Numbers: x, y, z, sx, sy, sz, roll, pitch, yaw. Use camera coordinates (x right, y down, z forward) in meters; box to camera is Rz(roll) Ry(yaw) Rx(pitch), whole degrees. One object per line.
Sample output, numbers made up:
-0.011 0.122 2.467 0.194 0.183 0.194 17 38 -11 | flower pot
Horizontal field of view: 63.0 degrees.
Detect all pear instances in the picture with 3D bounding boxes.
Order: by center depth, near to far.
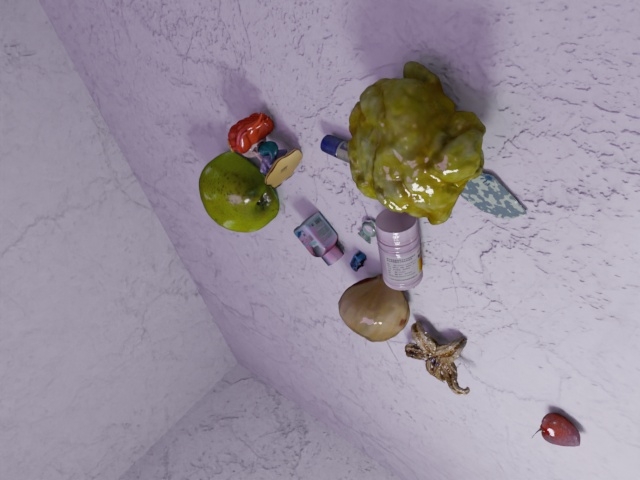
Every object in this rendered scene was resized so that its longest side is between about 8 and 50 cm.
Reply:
-0.315 -0.170 2.034 0.342 0.238 0.318 57 159 -17 | pear

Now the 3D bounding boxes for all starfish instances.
0.429 0.432 1.897 0.312 0.113 0.303 35 148 41 | starfish

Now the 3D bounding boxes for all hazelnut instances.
0.202 0.238 1.872 0.261 0.241 0.261 22 170 4 | hazelnut

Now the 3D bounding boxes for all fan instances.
0.408 -0.126 1.317 0.240 0.009 0.131 38 151 17 | fan

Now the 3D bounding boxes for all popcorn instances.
0.206 -0.216 1.197 0.334 0.293 0.292 41 -179 15 | popcorn

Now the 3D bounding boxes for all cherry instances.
0.762 0.610 1.677 0.126 0.087 0.106 23 140 7 | cherry

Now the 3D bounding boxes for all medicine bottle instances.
0.103 -0.249 1.532 0.231 0.059 0.059 29 147 31 | medicine bottle
0.243 0.027 1.611 0.133 0.133 0.249 24 144 37 | medicine bottle
0.000 0.000 1.952 0.188 0.094 0.119 51 150 -6 | medicine bottle

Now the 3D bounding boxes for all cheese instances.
0.161 -0.032 1.761 0.067 0.026 0.120 43 152 10 | cheese

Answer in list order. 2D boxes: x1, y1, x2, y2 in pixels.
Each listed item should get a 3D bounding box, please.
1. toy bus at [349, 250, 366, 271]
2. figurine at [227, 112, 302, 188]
0.136 0.077 1.919 0.046 0.038 0.083 44 151 16 | toy bus
-0.204 -0.326 1.765 0.257 0.181 0.208 41 -169 15 | figurine
